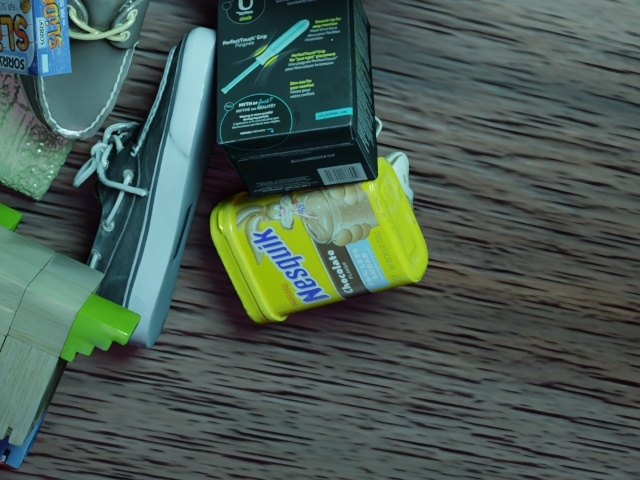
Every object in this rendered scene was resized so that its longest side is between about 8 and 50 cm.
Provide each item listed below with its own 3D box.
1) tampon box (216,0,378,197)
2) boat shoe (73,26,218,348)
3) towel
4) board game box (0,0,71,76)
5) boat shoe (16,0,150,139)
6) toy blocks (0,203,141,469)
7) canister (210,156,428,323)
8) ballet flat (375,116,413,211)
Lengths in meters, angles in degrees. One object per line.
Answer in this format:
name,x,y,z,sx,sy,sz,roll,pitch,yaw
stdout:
tampon box,-0.020,-0.137,1.374,0.120,0.101,0.161,-7,63,12
boat shoe,-0.164,-0.054,1.432,0.105,0.113,0.306,18,115,4
towel,-0.269,-0.119,1.439,0.110,0.027,0.148,25,99,-15
board game box,-0.285,-0.216,1.330,0.035,0.201,0.136,-16,110,-42
boat shoe,-0.193,-0.226,1.335,0.116,0.097,0.324,4,116,-22
toy blocks,-0.378,0.096,1.398,0.381,0.191,0.261,24,109,-2
canister,0.000,0.000,1.447,0.170,0.073,0.126,-15,110,27
ballet flat,0.043,-0.076,1.477,0.067,0.073,0.206,-42,110,-9
